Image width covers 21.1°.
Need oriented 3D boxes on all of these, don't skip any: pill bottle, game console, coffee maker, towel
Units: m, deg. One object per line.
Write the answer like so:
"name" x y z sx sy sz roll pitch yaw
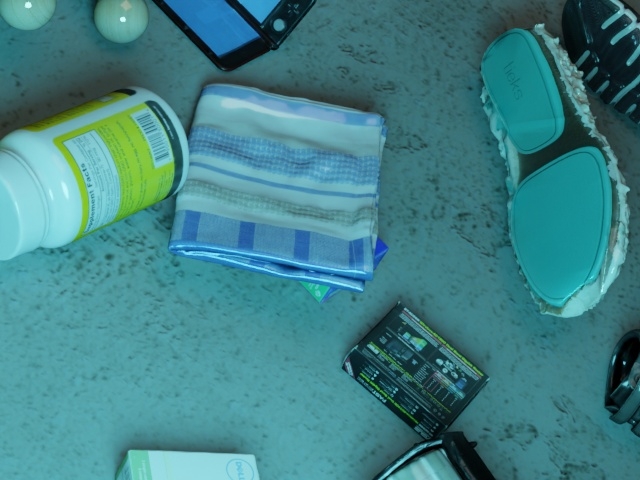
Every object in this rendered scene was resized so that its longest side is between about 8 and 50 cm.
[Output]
"pill bottle" -0.236 -0.063 1.636 0.208 0.119 0.119 -27 69 -41
"game console" -0.099 -0.278 1.924 0.144 0.124 0.085 46 20 13
"coffee maker" 0.143 0.268 1.556 0.171 0.120 0.178 -19 65 -42
"towel" -0.038 -0.062 1.752 0.209 0.034 0.285 11 38 -3

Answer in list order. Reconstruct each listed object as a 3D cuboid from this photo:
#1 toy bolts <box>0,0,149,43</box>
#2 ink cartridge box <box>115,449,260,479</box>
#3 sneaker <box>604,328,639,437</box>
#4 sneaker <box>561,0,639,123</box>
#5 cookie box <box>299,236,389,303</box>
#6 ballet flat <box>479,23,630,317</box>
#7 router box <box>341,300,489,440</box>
"toy bolts" -0.282 -0.288 1.817 0.228 0.218 0.158 1 88 -38
"ink cartridge box" -0.053 0.270 1.497 0.235 0.056 0.171 5 51 -23
"sneaker" 0.370 0.207 1.752 0.147 0.104 0.295 11 42 -18
"sneaker" 0.427 -0.212 2.152 0.281 0.106 0.162 53 42 6
"cookie box" 0.000 0.000 1.765 0.107 0.040 0.092 46 47 15
"ballet flat" 0.281 -0.074 1.928 0.147 0.147 0.409 10 49 -21
"router box" 0.094 0.130 1.706 0.122 0.038 0.092 41 46 8
